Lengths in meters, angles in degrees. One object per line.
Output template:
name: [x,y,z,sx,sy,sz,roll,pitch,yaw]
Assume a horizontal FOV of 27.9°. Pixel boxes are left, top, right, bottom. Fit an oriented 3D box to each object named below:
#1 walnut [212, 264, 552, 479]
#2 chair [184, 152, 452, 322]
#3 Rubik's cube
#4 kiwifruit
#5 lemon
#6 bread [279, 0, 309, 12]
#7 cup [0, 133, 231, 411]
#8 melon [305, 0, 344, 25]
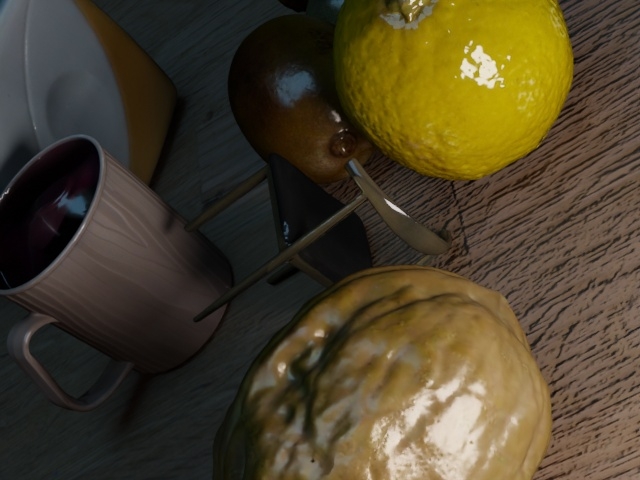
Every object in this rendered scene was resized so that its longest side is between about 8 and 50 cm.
walnut: [0.061,0.180,1.222,0.344,0.306,0.306,-48,40,-8]
chair: [0.000,0.000,1.494,0.272,0.188,0.166,-34,43,23]
Rubik's cube: [-0.466,-0.168,1.911,0.351,0.352,0.347,-2,59,39]
kiwifruit: [-0.013,-0.177,1.635,0.196,0.196,0.234,-45,40,5]
lemon: [0.148,-0.205,1.443,0.293,0.293,0.293,-24,46,27]
bread: [0.014,-0.392,1.830,0.172,0.132,0.103,-12,64,33]
cup: [-0.271,0.051,1.624,0.208,0.273,0.288,-23,47,27]
melon: [0.039,-0.309,1.759,0.131,0.098,0.098,-2,59,36]
